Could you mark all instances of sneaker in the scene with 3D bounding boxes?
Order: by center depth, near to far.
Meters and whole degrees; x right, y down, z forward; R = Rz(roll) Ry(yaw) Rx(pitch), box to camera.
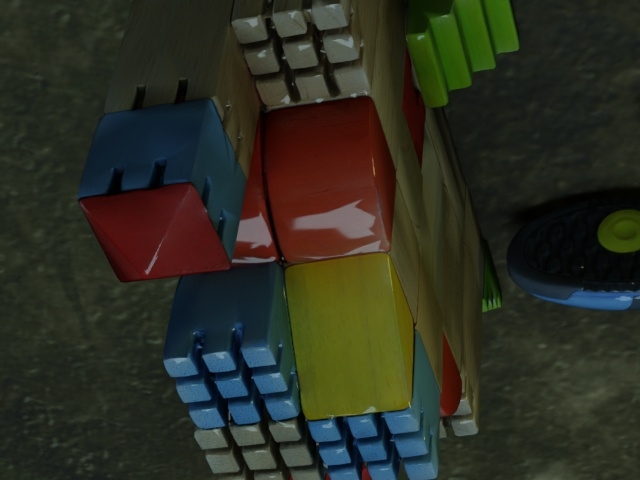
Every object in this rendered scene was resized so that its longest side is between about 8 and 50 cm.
[{"bbox_3d":[0.210,0.019,0.905,0.209,0.069,0.082,-6,141,10],"label":"sneaker"}]

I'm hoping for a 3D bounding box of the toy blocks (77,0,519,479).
[{"bbox_3d":[0.000,0.000,0.776,0.190,0.261,0.381,-7,134,14],"label":"toy blocks"}]
